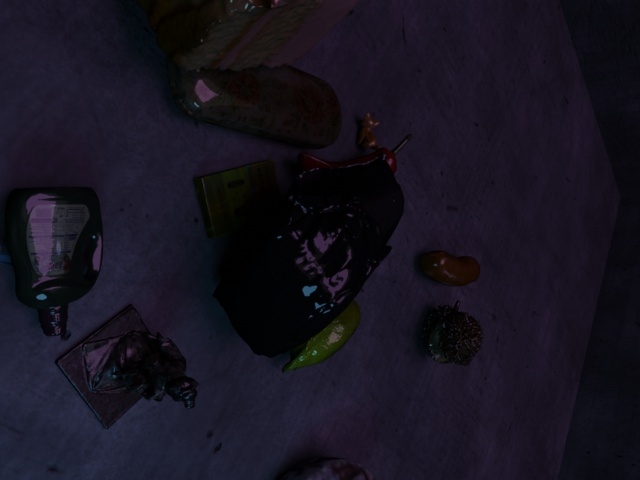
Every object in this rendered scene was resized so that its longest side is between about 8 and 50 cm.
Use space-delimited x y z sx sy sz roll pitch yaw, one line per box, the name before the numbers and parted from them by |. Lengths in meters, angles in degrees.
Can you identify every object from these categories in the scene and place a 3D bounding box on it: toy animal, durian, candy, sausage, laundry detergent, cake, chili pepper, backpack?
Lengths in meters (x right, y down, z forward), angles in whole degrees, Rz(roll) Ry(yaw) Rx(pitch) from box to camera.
toy animal | 0.130 -0.280 1.382 0.060 0.081 0.083 7 106 -45
durian | 0.014 0.206 1.218 0.101 0.139 0.250 39 42 7
candy | -0.004 0.604 1.193 0.289 0.157 0.214 -15 88 -40
sausage | 0.397 0.086 1.663 0.270 0.109 0.109 14 81 -47
laundry detergent | -0.393 0.030 0.813 0.144 0.078 0.221 -11 99 -57
durian | 0.388 0.272 1.589 0.167 0.196 0.196 13 81 -45
cake | -0.122 -0.463 0.882 0.307 0.293 0.314 -18 86 -46
chili pepper | 0.085 -0.172 1.292 0.368 0.092 0.137 -20 148 -40
backpack | 0.000 0.000 1.063 0.255 0.363 0.446 48 43 1

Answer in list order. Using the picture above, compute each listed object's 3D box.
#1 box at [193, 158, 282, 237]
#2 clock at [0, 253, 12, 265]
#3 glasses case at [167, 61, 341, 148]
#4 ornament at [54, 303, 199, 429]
box | -0.161 -0.088 1.097 0.193 0.030 0.121 -23 108 -44
clock | -0.490 0.015 0.730 0.147 0.045 0.108 44 61 -40
glasses case | -0.112 -0.290 1.094 0.425 0.098 0.156 4 80 -47
ornament | -0.272 0.210 0.863 0.166 0.196 0.153 -45 123 -39
